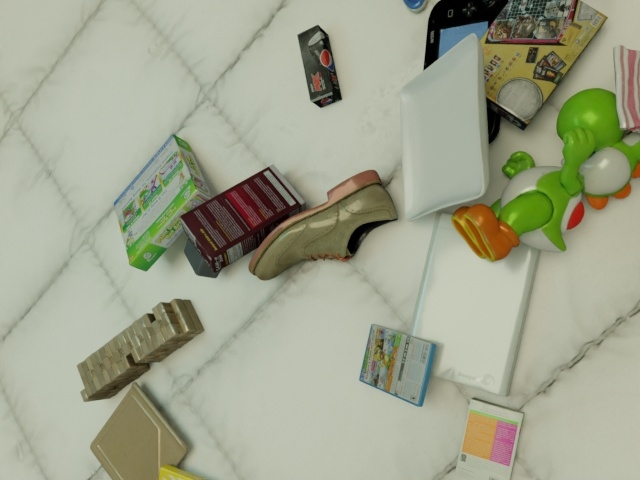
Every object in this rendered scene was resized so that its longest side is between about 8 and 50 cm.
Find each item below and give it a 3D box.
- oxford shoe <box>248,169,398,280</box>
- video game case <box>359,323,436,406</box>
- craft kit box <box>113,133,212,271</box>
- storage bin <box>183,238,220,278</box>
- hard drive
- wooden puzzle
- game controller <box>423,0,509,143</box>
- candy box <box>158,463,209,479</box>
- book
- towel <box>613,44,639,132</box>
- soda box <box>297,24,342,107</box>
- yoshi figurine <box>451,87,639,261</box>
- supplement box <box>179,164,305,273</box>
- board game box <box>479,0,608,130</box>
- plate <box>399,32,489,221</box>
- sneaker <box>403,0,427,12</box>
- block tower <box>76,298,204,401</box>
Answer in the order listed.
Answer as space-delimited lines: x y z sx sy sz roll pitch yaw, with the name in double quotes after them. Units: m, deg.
0.000 0.000 1.304 0.348 0.123 0.130 -36 74 19 "oxford shoe"
0.146 0.238 1.216 0.166 0.015 0.119 11 88 51 "video game case"
-0.384 -0.095 1.505 0.250 0.061 0.246 -45 42 15 "craft kit box"
-0.256 0.021 1.446 0.091 0.098 0.135 -62 39 20 "storage bin"
0.285 0.114 1.186 0.203 0.040 0.307 12 88 28 "hard drive"
-0.432 0.494 1.499 0.221 0.044 0.238 41 106 25 "wooden puzzle"
0.280 -0.335 1.238 0.166 0.067 0.319 3 83 27 "game controller"
-0.270 0.578 1.388 0.206 0.027 0.105 12 94 20 "candy box"
0.307 0.370 1.142 0.096 0.035 0.144 13 89 25 "book"
0.565 -0.241 1.029 0.029 0.197 0.144 150 121 -67 "towel"
-0.002 -0.386 1.397 0.060 0.053 0.169 -17 76 24 "soda box"
0.392 -0.128 1.074 0.362 0.203 0.203 -33 50 1 "yoshi figurine"
-0.164 -0.049 1.353 0.239 0.073 0.130 -31 65 -18 "supplement box"
0.381 -0.349 1.155 0.165 0.042 0.243 37 90 9 "board game box"
0.226 -0.189 1.141 0.278 0.045 0.277 158 111 -69 "plate"
0.182 -0.559 1.310 0.058 0.084 0.152 -9 79 26 "sneaker"
-0.441 0.263 1.506 0.335 0.091 0.097 -37 67 17 "block tower"
